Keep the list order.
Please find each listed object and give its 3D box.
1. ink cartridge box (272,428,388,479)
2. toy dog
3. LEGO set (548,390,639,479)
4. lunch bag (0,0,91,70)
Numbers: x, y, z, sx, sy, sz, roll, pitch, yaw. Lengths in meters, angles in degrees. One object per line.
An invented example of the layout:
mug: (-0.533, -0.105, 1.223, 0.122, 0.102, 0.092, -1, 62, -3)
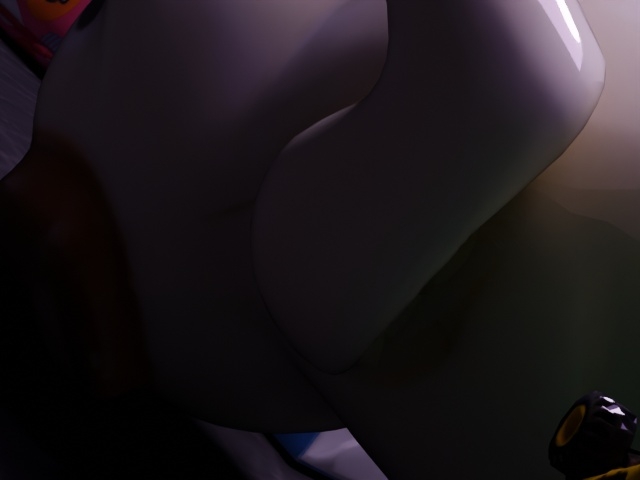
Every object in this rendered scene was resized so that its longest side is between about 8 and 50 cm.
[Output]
ink cartridge box: (0.000, 0.000, 0.882, 0.078, 0.134, 0.231, 31, 8, -40)
toy dog: (0.091, 0.001, 0.618, 0.408, 0.284, 0.395, 27, -38, 29)
LEGO set: (0.131, 0.191, 0.327, 0.331, 0.192, 0.255, 38, -23, -17)
lunch bag: (-0.083, -0.122, 1.342, 0.258, 0.120, 0.293, 31, 9, -47)
